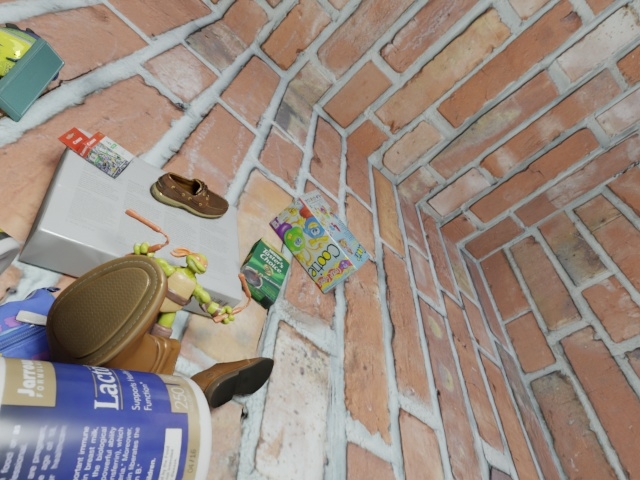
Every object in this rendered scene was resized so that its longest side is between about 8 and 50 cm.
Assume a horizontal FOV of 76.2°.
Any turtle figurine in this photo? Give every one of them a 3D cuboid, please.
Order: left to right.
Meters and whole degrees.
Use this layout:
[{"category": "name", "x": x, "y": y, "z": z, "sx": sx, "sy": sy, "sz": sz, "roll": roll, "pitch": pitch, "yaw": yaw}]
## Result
[{"category": "turtle figurine", "x": -0.268, "y": 0.089, "z": 0.692, "sx": 0.269, "sy": 0.217, "sz": 0.087, "roll": 46, "pitch": -14, "yaw": -32}]

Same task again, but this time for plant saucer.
[{"category": "plant saucer", "x": -0.586, "y": -0.330, "z": 0.828, "sx": 0.067, "sy": 0.018, "sz": 0.191, "roll": 64, "pitch": 29, "yaw": -52}]

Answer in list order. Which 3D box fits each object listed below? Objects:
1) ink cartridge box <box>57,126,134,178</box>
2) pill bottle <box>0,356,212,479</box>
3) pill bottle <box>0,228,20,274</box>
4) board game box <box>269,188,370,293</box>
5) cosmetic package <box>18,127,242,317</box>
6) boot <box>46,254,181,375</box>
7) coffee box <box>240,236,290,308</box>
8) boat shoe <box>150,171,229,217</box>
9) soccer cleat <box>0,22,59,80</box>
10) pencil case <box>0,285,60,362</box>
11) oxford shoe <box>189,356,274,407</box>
[{"category": "ink cartridge box", "x": -0.420, "y": -0.174, "z": 0.771, "sx": 0.115, "sy": 0.029, "sz": 0.062, "roll": 38, "pitch": 29, "yaw": -22}, {"category": "pill bottle", "x": -0.244, "y": 0.183, "z": 0.349, "sx": 0.265, "sy": 0.153, "sz": 0.153, "roll": 25, "pitch": 37, "yaw": -41}, {"category": "pill bottle", "x": -0.525, "y": -0.019, "z": 0.525, "sx": 0.208, "sy": 0.119, "sz": 0.119, "roll": 42, "pitch": 28, "yaw": -15}, {"category": "board game box", "x": 0.000, "y": 0.000, "z": 1.266, "sx": 0.275, "sy": 0.142, "sz": 0.144, "roll": 52, "pitch": 27, "yaw": 3}, {"category": "cosmetic package", "x": -0.343, "y": -0.025, "z": 0.830, "sx": 0.377, "sy": 0.097, "sz": 0.284, "roll": 28, "pitch": 36, "yaw": -36}, {"category": "boot", "x": -0.248, "y": 0.148, "z": 0.542, "sx": 0.109, "sy": 0.283, "sz": 0.220, "roll": 35, "pitch": 2, "yaw": 22}, {"category": "coffee box", "x": -0.146, "y": 0.079, "z": 1.059, "sx": 0.113, "sy": 0.040, "sz": 0.184, "roll": 43, "pitch": 28, "yaw": -14}, {"category": "boat shoe", "x": -0.265, "y": -0.097, "z": 0.872, "sx": 0.178, "sy": 0.060, "sz": 0.064, "roll": 18, "pitch": 40, "yaw": -47}, {"category": "soccer cleat", "x": -0.653, "y": -0.366, "z": 0.791, "sx": 0.121, "sy": 0.093, "sz": 0.289, "roll": 57, "pitch": 27, "yaw": -2}, {"category": "pencil case", "x": -0.425, "y": 0.152, "z": 0.450, "sx": 0.119, "sy": 0.133, "sz": 0.306, "roll": 56, "pitch": 28, "yaw": 4}, {"category": "oxford shoe", "x": -0.164, "y": 0.257, "z": 0.793, "sx": 0.076, "sy": 0.076, "sz": 0.212, "roll": 19, "pitch": 1, "yaw": 27}]
